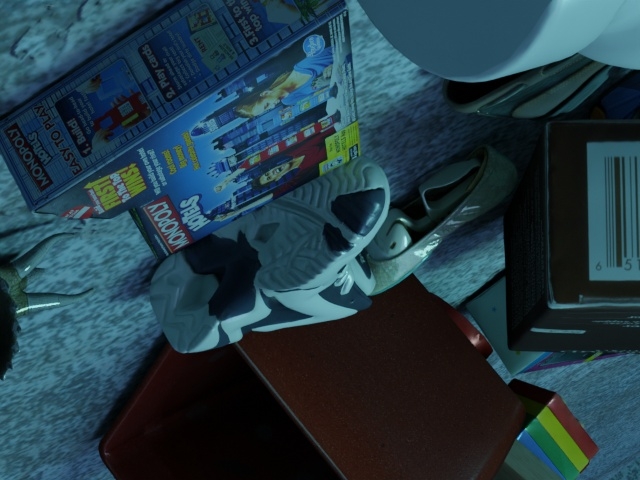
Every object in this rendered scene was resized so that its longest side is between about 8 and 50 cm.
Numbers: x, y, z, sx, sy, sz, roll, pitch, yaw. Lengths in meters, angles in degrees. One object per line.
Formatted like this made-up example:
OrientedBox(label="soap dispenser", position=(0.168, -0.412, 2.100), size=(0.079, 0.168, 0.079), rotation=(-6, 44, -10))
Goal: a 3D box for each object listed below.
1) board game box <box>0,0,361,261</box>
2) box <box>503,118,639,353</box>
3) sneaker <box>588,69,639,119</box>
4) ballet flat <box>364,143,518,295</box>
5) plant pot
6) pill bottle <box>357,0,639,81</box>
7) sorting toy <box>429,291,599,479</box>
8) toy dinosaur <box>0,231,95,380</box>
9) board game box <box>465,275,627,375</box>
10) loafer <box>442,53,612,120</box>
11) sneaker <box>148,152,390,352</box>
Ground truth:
OrientedBox(label="board game box", position=(-0.077, -0.064, 0.851), size=(0.194, 0.060, 0.194), rotation=(-27, 160, -7))
OrientedBox(label="box", position=(0.251, 0.010, 1.189), size=(0.191, 0.143, 0.381), rotation=(0, 173, 4))
OrientedBox(label="sneaker", position=(0.335, -0.129, 1.238), size=(0.221, 0.087, 0.083), rotation=(-35, 160, 14))
OrientedBox(label="ballet flat", position=(0.081, -0.021, 1.213), size=(0.168, 0.057, 0.052), rotation=(-38, 131, 10))
OrientedBox(label="plant pot", position=(0.012, 0.172, 1.288), size=(0.235, 0.267, 0.267), rotation=(-29, 164, -41))
OrientedBox(label="pill bottle", position=(0.193, -0.197, 0.693), size=(0.363, 0.210, 0.210), rotation=(-19, 157, -29))
OrientedBox(label="sorting toy", position=(0.165, 0.166, 1.489), size=(0.089, 0.257, 0.255), rotation=(-47, 162, -8))
OrientedBox(label="toy dinosaur", position=(-0.239, 0.109, 0.831), size=(0.160, 0.313, 0.121), rotation=(-12, 137, 15))
OrientedBox(label="board game box", position=(0.328, 0.038, 1.620), size=(0.224, 0.097, 0.303), rotation=(-42, 157, 28))
OrientedBox(label="loafer", position=(0.162, -0.153, 0.935), size=(0.084, 0.096, 0.267), rotation=(-13, 156, -27))
OrientedBox(label="sneaker", position=(0.000, 0.000, 1.060), size=(0.153, 0.094, 0.235), rotation=(-14, 157, -45))
